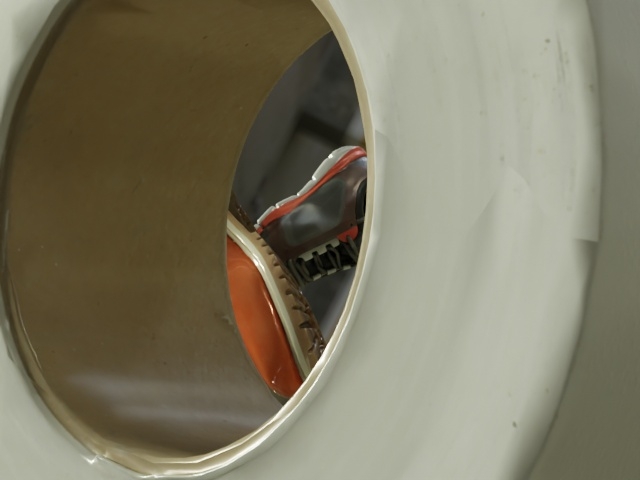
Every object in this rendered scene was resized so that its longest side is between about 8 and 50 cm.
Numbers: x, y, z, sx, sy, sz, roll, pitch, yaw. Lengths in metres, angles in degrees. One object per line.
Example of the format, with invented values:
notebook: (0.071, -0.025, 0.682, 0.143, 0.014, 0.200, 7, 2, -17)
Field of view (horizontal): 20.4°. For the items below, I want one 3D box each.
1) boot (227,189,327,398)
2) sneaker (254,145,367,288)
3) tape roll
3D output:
boot: (-0.053, 0.028, 0.799, 0.085, 0.158, 0.059, -34, -42, -6)
sneaker: (0.000, 0.000, 1.231, 0.158, 0.065, 0.061, -50, -29, -18)
tape roll: (-0.012, -0.006, 0.510, 0.100, 0.286, 0.286, 7, -66, -48)
